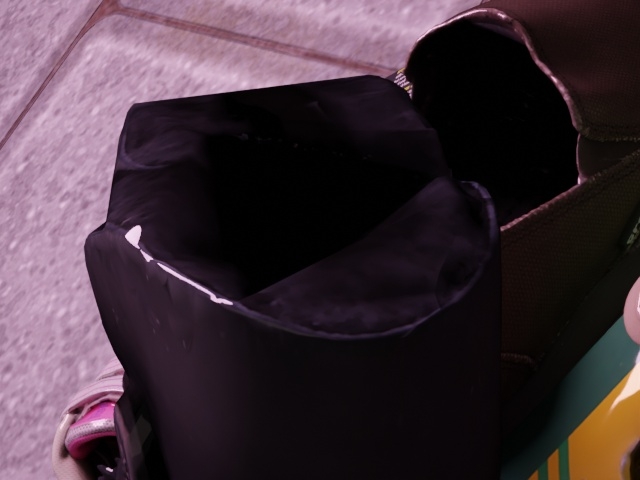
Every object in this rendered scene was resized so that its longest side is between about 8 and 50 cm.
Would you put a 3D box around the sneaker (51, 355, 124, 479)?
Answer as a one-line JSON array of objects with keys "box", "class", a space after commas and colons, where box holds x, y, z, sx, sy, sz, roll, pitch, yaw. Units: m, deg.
[{"box": [-0.102, 0.113, 0.861, 0.103, 0.111, 0.252, -25, 44, 20], "class": "sneaker"}]

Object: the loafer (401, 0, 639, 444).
[{"box": [0.112, -0.056, 0.624, 0.134, 0.130, 0.366, 15, 54, 32], "class": "loafer"}]

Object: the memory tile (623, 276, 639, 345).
[{"box": [0.160, 0.040, 0.451, 0.113, 0.012, 0.148, -38, 39, 25], "class": "memory tile"}]

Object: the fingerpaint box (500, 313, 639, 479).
[{"box": [0.270, 0.103, 0.425, 0.445, 0.163, 0.371, -49, 37, 13], "class": "fingerpaint box"}]

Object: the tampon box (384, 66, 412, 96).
[{"box": [0.084, -0.011, 0.764, 0.101, 0.120, 0.161, -21, 43, 55], "class": "tampon box"}]

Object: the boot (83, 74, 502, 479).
[{"box": [0.020, 0.205, 0.413, 0.367, 0.146, 0.445, -137, 47, -59], "class": "boot"}]
